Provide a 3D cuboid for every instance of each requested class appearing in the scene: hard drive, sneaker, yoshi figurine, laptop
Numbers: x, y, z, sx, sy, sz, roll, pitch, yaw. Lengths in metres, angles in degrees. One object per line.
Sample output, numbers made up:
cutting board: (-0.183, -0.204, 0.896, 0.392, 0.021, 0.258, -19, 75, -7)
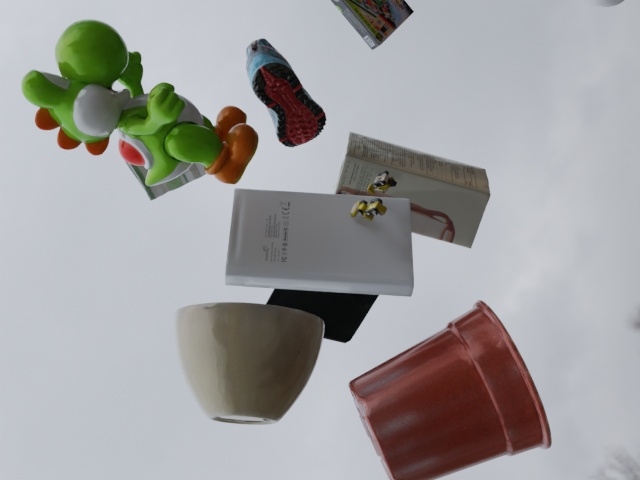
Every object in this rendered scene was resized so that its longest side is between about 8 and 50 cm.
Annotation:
hard drive: (0.000, 0.000, 1.716, 0.040, 0.307, 0.203, 96, 177, -47)
sneaker: (-0.067, -0.284, 1.919, 0.262, 0.104, 0.125, 62, -176, -56)
yoshi figurine: (-0.275, -0.230, 1.589, 0.362, 0.203, 0.203, 17, -121, -22)
laptop: (0.005, 0.063, 2.210, 0.234, 0.136, 0.265, 16, -113, -26)

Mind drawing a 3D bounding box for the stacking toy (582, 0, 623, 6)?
stacking toy: (0.390, -0.610, 1.897, 0.480, 0.351, 0.350, 43, -150, 4)

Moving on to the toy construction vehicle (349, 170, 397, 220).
toy construction vehicle: (0.094, -0.069, 1.698, 0.035, 0.098, 0.086, 32, -111, -18)

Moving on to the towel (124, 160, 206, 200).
towel: (-0.262, -0.139, 1.826, 0.113, 0.152, 0.023, 63, -176, -47)

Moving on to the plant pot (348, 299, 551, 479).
plant pot: (0.203, 0.276, 1.702, 0.272, 0.265, 0.273, 157, 90, -86)

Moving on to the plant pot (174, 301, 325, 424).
plant pot: (-0.137, 0.239, 1.883, 0.284, 0.284, 0.191, 33, -124, -60)

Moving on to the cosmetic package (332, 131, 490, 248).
cosmetic package: (0.178, -0.103, 2.039, 0.153, 0.296, 0.129, -77, 2, -66)

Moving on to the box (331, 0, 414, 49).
box: (0.076, -0.488, 1.980, 0.207, 0.036, 0.114, 48, -113, -11)
